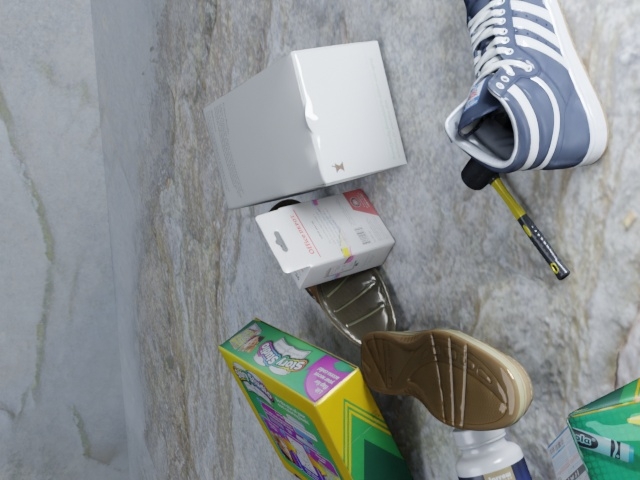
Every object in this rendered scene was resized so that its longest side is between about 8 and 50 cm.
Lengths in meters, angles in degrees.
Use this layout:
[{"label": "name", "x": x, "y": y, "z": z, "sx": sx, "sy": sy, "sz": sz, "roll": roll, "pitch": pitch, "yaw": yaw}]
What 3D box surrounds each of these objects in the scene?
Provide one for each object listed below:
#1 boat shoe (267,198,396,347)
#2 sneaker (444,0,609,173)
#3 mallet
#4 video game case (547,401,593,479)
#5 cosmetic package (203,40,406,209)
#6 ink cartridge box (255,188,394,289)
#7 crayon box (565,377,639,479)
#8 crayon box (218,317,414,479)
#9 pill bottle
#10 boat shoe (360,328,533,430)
[{"label": "boat shoe", "x": 0.027, "y": 0.061, "z": 1.314, "sx": 0.307, "sy": 0.110, "sz": 0.104, "roll": 54, "pitch": 174, "yaw": 21}, {"label": "sneaker", "x": 0.188, "y": -0.198, "z": 0.838, "sx": 0.099, "sy": 0.153, "sz": 0.282, "roll": -46, "pitch": 63, "yaw": 57}, {"label": "mallet", "x": 0.244, "y": -0.039, "z": 0.944, "sx": 0.190, "sy": 0.039, "sz": 0.062, "roll": 54, "pitch": 143, "yaw": 26}, {"label": "video game case", "x": 0.316, "y": 0.290, "z": 0.910, "sx": 0.119, "sy": 0.015, "sz": 0.166, "roll": 110, "pitch": 162, "yaw": -46}, {"label": "cosmetic package", "x": -0.041, "y": -0.171, "z": 1.254, "sx": 0.365, "sy": 0.155, "sz": 0.197, "roll": -5, "pitch": 99, "yaw": 60}, {"label": "ink cartridge box", "x": 0.000, "y": 0.000, "z": 1.214, "sx": 0.115, "sy": 0.198, "sz": 0.067, "roll": 60, "pitch": 148, "yaw": 26}, {"label": "crayon box", "x": 0.361, "y": 0.128, "z": 0.617, "sx": 0.278, "sy": 0.165, "sz": 0.081, "roll": -31, "pitch": 74, "yaw": 47}, {"label": "crayon box", "x": -0.005, "y": 0.323, "z": 1.382, "sx": 0.363, "sy": 0.106, "sz": 0.313, "roll": 14, "pitch": 133, "yaw": 58}, {"label": "pill bottle", "x": 0.238, "y": 0.329, "z": 1.055, "sx": 0.094, "sy": 0.094, "sz": 0.170, "roll": -31, "pitch": 76, "yaw": 60}, {"label": "boat shoe", "x": 0.181, "y": 0.173, "z": 1.073, "sx": 0.341, "sy": 0.110, "sz": 0.122, "roll": 6, "pitch": 97, "yaw": 63}]
